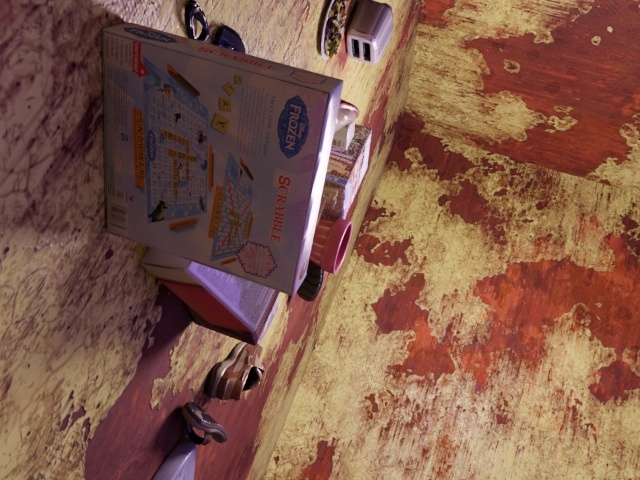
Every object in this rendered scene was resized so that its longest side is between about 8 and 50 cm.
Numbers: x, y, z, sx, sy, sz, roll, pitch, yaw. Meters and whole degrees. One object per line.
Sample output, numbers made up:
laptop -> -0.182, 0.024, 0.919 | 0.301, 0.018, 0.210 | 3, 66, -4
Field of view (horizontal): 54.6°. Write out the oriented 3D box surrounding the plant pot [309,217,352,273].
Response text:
plant pot -> 0.000, 0.000, 2.237 | 0.201, 0.180, 0.201 | 18, 90, -80

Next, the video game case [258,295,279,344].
video game case -> -0.183, 0.237, 2.122 | 0.201, 0.023, 0.183 | 98, 15, -45

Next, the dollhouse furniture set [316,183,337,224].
dollhouse furniture set -> -0.029, -0.118, 2.066 | 0.151, 0.144, 0.123 | -85, -166, -68

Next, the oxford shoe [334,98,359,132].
oxford shoe -> 0.022, -0.382, 1.908 | 0.348, 0.123, 0.130 | -7, 119, -67

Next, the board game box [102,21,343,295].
board game box -> -0.151, -0.108, 0.876 | 0.066, 0.318, 0.318 | -57, 163, -56

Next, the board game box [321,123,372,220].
board game box -> 0.071, -0.255, 2.279 | 0.232, 0.141, 0.291 | 92, 19, -57

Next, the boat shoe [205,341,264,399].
boat shoe -> -0.233, 0.403, 1.872 | 0.324, 0.120, 0.122 | -39, 146, -71

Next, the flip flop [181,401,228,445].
flip flop -> -0.322, 0.501, 1.653 | 0.080, 0.112, 0.277 | -50, 163, -15

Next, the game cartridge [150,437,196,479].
game cartridge -> -0.409, 0.672, 1.607 | 0.297, 0.062, 0.198 | -58, 167, -53

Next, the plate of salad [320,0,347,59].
plate of salad -> 0.046, -0.619, 1.788 | 0.200, 0.048, 0.200 | 19, 90, -79

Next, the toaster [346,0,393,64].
toaster -> 0.162, -0.691, 2.053 | 0.227, 0.129, 0.146 | 74, 37, -74

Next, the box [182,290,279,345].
box -> -0.199, 0.110, 1.413 | 0.203, 0.168, 0.167 | 90, 22, -62

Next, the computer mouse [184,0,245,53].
computer mouse -> -0.177, -0.355, 1.089 | 0.242, 0.041, 0.071 | 2, 107, -79

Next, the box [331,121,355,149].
box -> 0.059, -0.381, 2.110 | 0.102, 0.101, 0.087 | 95, 16, -51

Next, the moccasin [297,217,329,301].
moccasin -> -0.016, 0.061, 2.437 | 0.147, 0.139, 0.380 | -30, 128, -62

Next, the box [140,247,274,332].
box -> -0.200, 0.052, 1.182 | 0.232, 0.127, 0.148 | 53, 52, -44
